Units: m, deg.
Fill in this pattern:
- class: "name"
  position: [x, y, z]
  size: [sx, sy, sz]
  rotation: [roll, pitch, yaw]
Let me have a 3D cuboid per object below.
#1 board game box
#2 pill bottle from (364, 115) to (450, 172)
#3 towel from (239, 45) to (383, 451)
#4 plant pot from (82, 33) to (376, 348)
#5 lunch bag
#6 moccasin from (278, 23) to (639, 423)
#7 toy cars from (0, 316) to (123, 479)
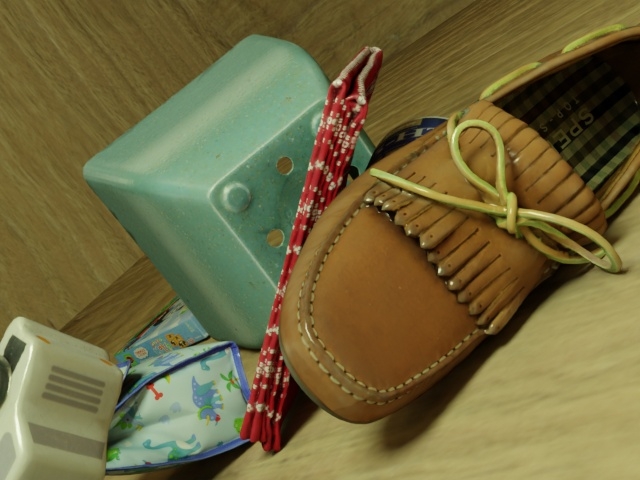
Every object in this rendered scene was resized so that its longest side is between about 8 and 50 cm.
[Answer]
- class: "board game box"
  position: [-0.165, 0.092, 1.452]
  size: [0.211, 0.039, 0.160]
  rotation: [-26, 15, 49]
- class: "pill bottle"
  position: [0.089, -0.041, 0.903]
  size: [0.112, 0.112, 0.186]
  rotation: [-35, 10, 18]
- class: "towel"
  position: [0.000, 0.000, 0.826]
  size: [0.199, 0.031, 0.275]
  rotation: [-65, -10, -72]
- class: "plant pot"
  position: [-0.046, -0.043, 1.084]
  size: [0.247, 0.248, 0.252]
  rotation: [-40, 18, -13]
- class: "lunch bag"
  position: [-0.141, 0.140, 0.864]
  size: [0.151, 0.096, 0.129]
  rotation: [-23, 0, -27]
- class: "moccasin"
  position: [0.120, -0.026, 0.699]
  size: [0.380, 0.139, 0.147]
  rotation: [-33, -4, -33]
- class: "toy cars"
  position: [-0.248, 0.198, 0.607]
  size: [0.087, 0.176, 0.394]
  rotation: [22, 43, 39]
